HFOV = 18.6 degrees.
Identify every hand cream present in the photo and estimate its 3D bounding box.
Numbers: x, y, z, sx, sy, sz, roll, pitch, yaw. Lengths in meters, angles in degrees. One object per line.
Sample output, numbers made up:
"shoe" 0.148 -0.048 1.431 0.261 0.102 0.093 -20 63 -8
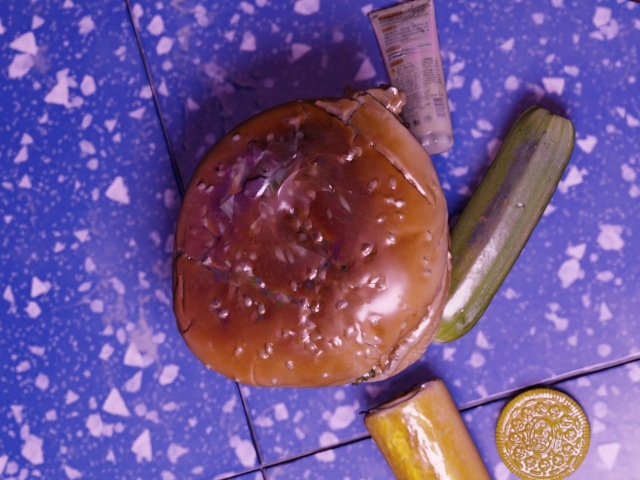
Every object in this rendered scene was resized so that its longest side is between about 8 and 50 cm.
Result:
"hand cream" 0.084 -0.142 1.722 0.061 0.039 0.143 -14 77 16

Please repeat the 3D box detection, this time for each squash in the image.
"squash" 0.149 -0.011 1.690 0.066 0.066 0.229 30 93 9

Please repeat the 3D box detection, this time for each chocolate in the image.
"chocolate" 0.119 0.227 1.682 0.086 0.085 0.219 -28 89 8

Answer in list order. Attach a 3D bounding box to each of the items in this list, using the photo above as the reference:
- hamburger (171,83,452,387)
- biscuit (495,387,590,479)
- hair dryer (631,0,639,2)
"hamburger" 0.000 0.000 1.657 0.243 0.146 0.286 40 94 22
"biscuit" 0.193 0.170 1.698 0.084 0.023 0.084 0 87 9
"hair dryer" 0.358 -0.321 1.537 0.312 0.340 0.123 -9 58 4
